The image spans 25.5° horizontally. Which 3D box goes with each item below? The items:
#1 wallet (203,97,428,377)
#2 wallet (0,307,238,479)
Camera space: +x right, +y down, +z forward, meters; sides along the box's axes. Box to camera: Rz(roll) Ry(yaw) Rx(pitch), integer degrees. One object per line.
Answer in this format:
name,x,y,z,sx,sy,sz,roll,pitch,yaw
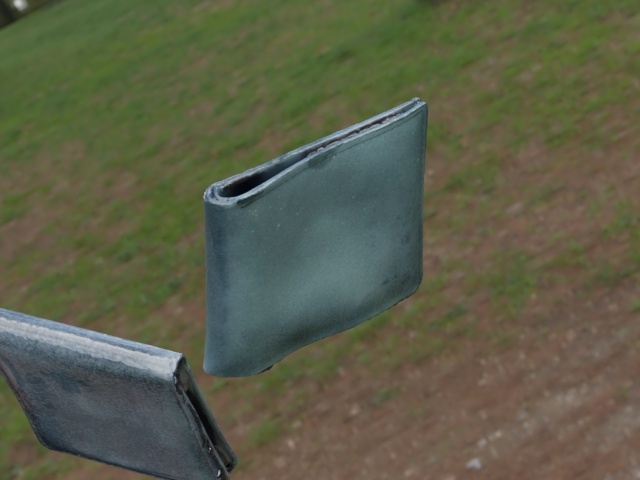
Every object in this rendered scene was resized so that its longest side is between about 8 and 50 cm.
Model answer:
wallet,0.001,0.001,1.483,0.290,0.251,0.054,-25,46,-28
wallet,-0.154,0.120,1.042,0.167,0.222,0.036,13,61,16
